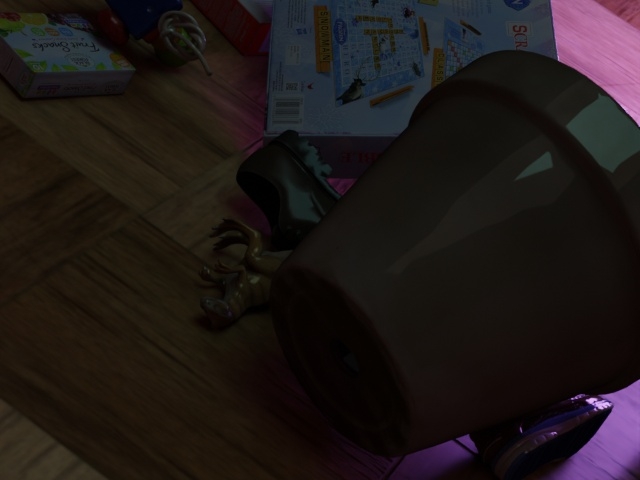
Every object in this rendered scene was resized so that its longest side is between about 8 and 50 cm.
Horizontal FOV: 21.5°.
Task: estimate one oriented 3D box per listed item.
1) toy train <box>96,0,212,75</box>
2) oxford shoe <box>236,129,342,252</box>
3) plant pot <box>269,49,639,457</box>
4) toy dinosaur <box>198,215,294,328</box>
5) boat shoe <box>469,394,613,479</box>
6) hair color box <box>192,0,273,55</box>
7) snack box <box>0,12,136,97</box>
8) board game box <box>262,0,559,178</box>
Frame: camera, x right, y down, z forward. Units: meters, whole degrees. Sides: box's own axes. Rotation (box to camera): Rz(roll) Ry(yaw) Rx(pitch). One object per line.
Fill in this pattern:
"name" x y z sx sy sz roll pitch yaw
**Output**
"toy train" -0.169 -0.227 1.803 0.248 0.105 0.143 52 -2 24
"oxford shoe" 0.000 0.000 1.659 0.096 0.083 0.227 -33 68 -30
"plant pot" 0.120 0.035 1.465 0.280 0.323 0.323 -30 62 -28
"toy dinosaur" -0.048 0.027 1.577 0.211 0.064 0.112 -27 70 -39
"boat shoe" 0.208 0.168 1.578 0.066 0.066 0.183 43 31 25
"hair color box" -0.098 -0.291 2.026 0.093 0.053 0.167 -8 48 -46
"snack box" -0.272 -0.190 1.723 0.100 0.037 0.141 47 32 24
"board game box" 0.101 -0.193 1.854 0.318 0.066 0.319 1 45 2
